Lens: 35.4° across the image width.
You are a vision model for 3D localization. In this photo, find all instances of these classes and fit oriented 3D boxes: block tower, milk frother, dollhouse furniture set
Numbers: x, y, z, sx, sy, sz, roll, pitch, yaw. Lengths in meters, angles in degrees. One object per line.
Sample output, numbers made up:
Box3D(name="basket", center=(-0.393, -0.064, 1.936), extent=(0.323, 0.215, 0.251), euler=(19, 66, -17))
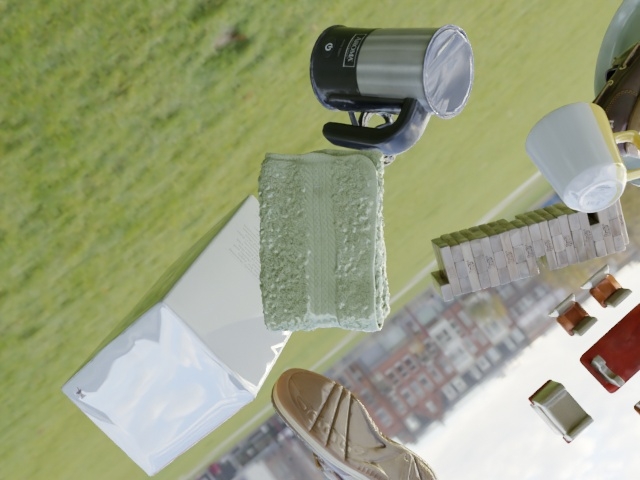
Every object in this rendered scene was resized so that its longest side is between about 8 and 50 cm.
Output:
Box3D(name="block tower", center=(0.351, 0.006, 1.707), extent=(0.335, 0.097, 0.091), euler=(-17, -167, 0))
Box3D(name="milk frother", center=(0.080, -0.135, 0.962), extent=(0.143, 0.134, 0.129), euler=(10, 91, -50))
Box3D(name="dollhouse furniture set", center=(0.474, 0.215, 1.676), extent=(0.259, 0.262, 0.135), euler=(-41, 171, -2))

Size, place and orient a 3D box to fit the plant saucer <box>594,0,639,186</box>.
Box3D(name="plant saucer", center=(0.520, -0.287, 1.563), extent=(0.400, 0.100, 0.401), euler=(-166, -90, -81))

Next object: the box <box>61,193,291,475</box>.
Box3D(name="box", center=(-0.159, 0.117, 1.373), extent=(0.215, 0.168, 0.345), euler=(-40, -171, 28))

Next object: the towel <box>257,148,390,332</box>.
Box3D(name="towel", center=(0.000, 0.000, 0.805), extent=(0.110, 0.148, 0.027), euler=(-3, 175, 16))

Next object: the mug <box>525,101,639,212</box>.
Box3D(name="mug", center=(0.193, -0.058, 0.713), extent=(0.078, 0.064, 0.062), euler=(-29, 141, 14))

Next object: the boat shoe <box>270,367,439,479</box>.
Box3D(name="boat shoe", center=(0.036, 0.336, 1.585), extent=(0.123, 0.342, 0.123), euler=(-34, -155, 39))

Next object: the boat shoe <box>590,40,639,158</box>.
Box3D(name="boat shoe", center=(0.318, -0.162, 1.001), extent=(0.207, 0.073, 0.073), euler=(-49, 136, -34))
